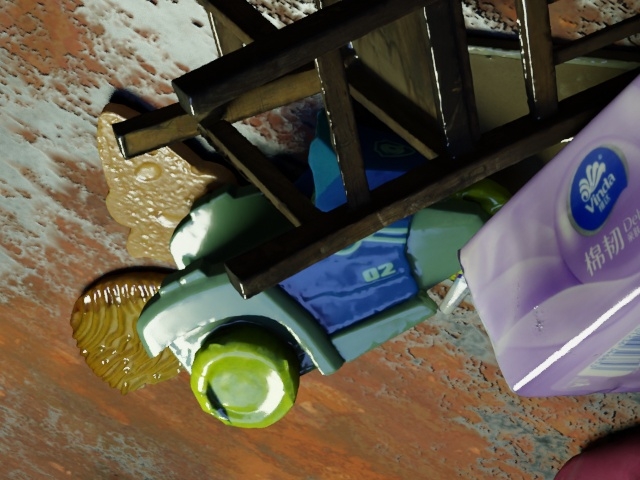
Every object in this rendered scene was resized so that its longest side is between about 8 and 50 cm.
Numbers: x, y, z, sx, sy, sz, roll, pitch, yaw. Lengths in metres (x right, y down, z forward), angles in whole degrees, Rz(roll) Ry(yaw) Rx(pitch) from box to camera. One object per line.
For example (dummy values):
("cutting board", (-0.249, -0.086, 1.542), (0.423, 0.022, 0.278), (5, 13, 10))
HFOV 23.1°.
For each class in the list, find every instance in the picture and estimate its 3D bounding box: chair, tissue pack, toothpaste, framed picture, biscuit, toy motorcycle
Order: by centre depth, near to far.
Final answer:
("tissue pack", (0.297, -0.030, 1.151), (0.242, 0.160, 0.338), (0, 147, -36))
("chair", (0.057, -0.170, 1.157), (0.240, 0.416, 0.203), (45, 156, 48))
("framed picture", (0.220, -0.080, 1.308), (0.281, 0.019, 0.209), (9, 139, 15))
("toy motorcycle", (0.000, 0.000, 1.365), (0.326, 0.191, 0.200), (-29, 112, 22))
("toothpaste", (0.138, 0.042, 1.486), (0.024, 0.015, 0.083), (26, 135, -5))
("biscuit", (-0.138, -0.038, 1.496), (0.162, 0.035, 0.250), (-13, 130, 25))
("biscuit", (-0.186, 0.107, 1.684), (0.176, 0.031, 0.228), (17, 140, 7))

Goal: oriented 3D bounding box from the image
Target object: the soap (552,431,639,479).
("soap", (0.354, 0.295, 1.508), (0.127, 0.220, 0.325), (39, 161, -32))
